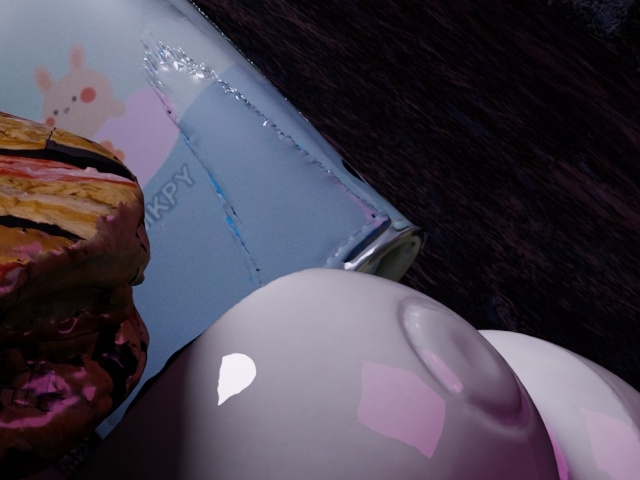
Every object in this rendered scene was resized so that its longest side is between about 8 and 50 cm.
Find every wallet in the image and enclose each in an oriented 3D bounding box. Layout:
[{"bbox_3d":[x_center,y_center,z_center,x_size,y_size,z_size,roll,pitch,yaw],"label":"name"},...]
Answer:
[{"bbox_3d":[-0.093,-0.024,0.787,0.250,0.176,0.075,46,9,21],"label":"wallet"}]

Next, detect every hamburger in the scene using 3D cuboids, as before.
[{"bbox_3d":[-0.167,0.005,0.619,0.231,0.106,0.231,9,25,-4],"label":"hamburger"}]

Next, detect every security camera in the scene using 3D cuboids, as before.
[{"bbox_3d":[0.015,0.114,0.653,0.236,0.194,0.194,16,29,-46],"label":"security camera"}]
